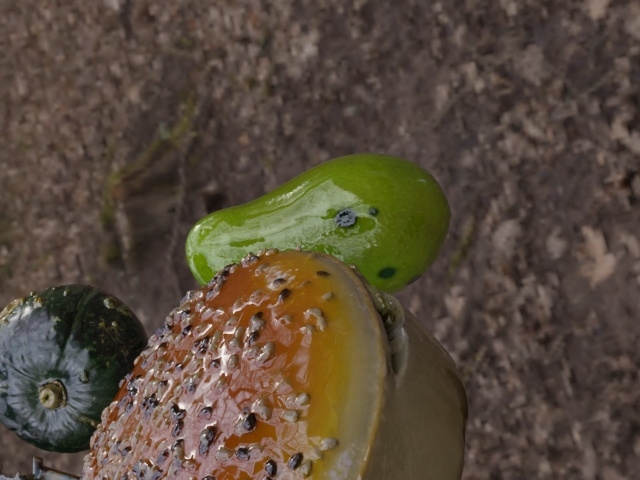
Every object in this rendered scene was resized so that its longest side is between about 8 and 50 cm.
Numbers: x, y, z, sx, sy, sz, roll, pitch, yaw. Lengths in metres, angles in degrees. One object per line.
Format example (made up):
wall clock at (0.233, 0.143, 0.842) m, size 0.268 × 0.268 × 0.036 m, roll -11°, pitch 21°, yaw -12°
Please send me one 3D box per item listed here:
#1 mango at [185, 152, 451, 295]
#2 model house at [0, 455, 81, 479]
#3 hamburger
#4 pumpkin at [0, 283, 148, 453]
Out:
mango at (0.000, 0.000, 1.472) m, size 0.143 × 0.293 × 0.175 m, roll -101°, pitch -4°, yaw -58°
model house at (-0.340, 0.387, 1.600) m, size 0.206 × 0.178 × 0.271 m, roll 14°, pitch -92°, yaw -76°
hamburger at (-0.044, 0.145, 0.883) m, size 0.176 × 0.300 × 0.300 m, roll 34°, pitch 179°, yaw -24°
pumpkin at (-0.275, 0.137, 1.456) m, size 0.146 × 0.190 × 0.190 m, roll -136°, pitch 31°, yaw -87°
